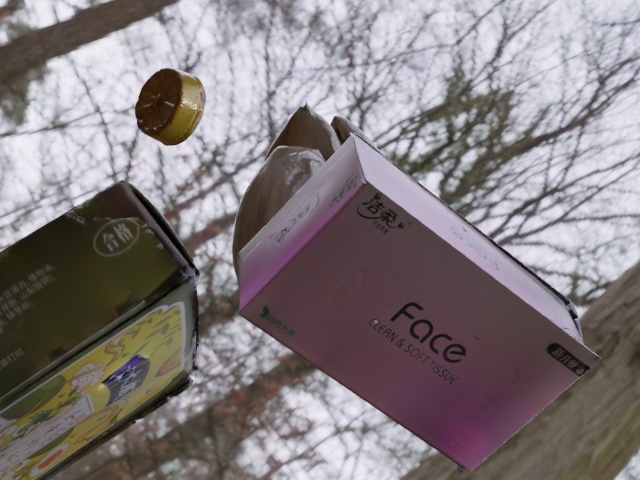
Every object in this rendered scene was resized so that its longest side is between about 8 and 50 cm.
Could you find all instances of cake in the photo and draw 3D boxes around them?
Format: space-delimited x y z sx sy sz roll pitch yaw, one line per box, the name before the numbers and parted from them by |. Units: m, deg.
cake | -0.161 -0.145 1.248 0.084 0.044 0.084 -15 -115 37

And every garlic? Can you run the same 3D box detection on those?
garlic | 0.001 -0.001 1.471 0.132 0.279 0.325 -20 -71 42

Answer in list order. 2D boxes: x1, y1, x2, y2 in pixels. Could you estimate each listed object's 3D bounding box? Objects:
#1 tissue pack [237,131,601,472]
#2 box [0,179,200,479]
tissue pack | 0.072 0.054 0.889 0.246 0.092 0.148 36 -69 -22
box | -0.328 0.160 1.202 0.138 0.420 0.373 51 -19 15
